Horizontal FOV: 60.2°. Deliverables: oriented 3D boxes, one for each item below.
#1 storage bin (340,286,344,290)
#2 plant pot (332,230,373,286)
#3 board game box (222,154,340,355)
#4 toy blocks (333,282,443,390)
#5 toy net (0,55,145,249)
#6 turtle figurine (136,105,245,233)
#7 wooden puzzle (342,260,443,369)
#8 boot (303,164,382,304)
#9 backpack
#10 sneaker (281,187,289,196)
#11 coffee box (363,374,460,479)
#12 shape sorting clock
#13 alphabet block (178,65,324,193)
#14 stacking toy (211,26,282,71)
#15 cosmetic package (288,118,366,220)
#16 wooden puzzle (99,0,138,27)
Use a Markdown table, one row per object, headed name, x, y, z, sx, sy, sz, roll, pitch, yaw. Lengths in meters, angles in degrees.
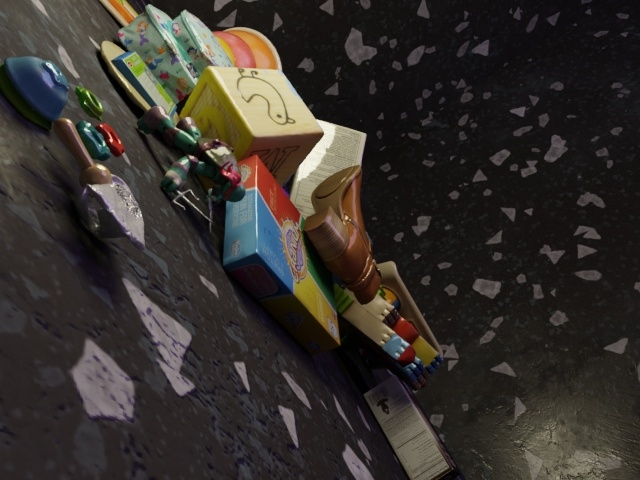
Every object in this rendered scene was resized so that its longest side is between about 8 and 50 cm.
| name | x | y | z | sx | sy | sz | roll | pitch | yaw |
| --- | --- | --- | --- | --- | --- | --- | --- | --- | --- |
| storage bin | -0.001 | 0.119 | 1.698 | 0.180 | 0.084 | 0.122 | 57 | 3 | 25 |
| plant pot | 0.000 | 0.000 | 1.511 | 0.293 | 0.235 | 0.293 | 57 | 3 | -4 |
| board game box | -0.066 | 0.034 | 1.026 | 0.316 | 0.064 | 0.242 | 53 | 22 | -44 |
| toy blocks | 0.190 | 0.266 | 1.418 | 0.261 | 0.191 | 0.381 | 35 | -13 | 40 |
| toy net | -0.223 | -0.075 | 0.527 | 0.232 | 0.045 | 0.122 | 59 | 2 | 19 |
| turtle figurine | -0.190 | -0.115 | 0.890 | 0.234 | 0.118 | 0.175 | 51 | 1 | 22 |
| wooden puzzle | 0.178 | 0.256 | 1.723 | 0.322 | 0.080 | 0.347 | -18 | -78 | 50 |
| boot | 0.075 | -0.020 | 1.195 | 0.220 | 0.109 | 0.283 | 54 | 29 | -25 |
| backpack | -0.319 | -0.404 | 1.243 | 0.253 | 0.191 | 0.225 | 48 | 12 | -5 |
| sneaker | -0.169 | -0.150 | 1.845 | 0.293 | 0.102 | 0.146 | 52 | 6 | 9 |
| coffee box | 0.216 | 0.461 | 1.312 | 0.246 | 0.098 | 0.141 | 58 | 3 | 33 |
| shape sorting clock | -0.329 | -0.278 | 1.021 | 0.206 | 0.040 | 0.206 | 57 | 6 | -10 |
| alphabet block | -0.150 | -0.220 | 1.130 | 0.197 | 0.193 | 0.192 | -17 | 67 | -47 |
| stacking toy | -0.362 | -0.574 | 1.820 | 0.350 | 0.351 | 0.480 | 57 | 18 | 6 |
| cosmetic package | 0.004 | -0.129 | 1.348 | 0.153 | 0.296 | 0.129 | 17 | -25 | -6 |
| wooden puzzle | -0.516 | -0.600 | 1.468 | 0.238 | 0.044 | 0.221 | 54 | 3 | -43 |
